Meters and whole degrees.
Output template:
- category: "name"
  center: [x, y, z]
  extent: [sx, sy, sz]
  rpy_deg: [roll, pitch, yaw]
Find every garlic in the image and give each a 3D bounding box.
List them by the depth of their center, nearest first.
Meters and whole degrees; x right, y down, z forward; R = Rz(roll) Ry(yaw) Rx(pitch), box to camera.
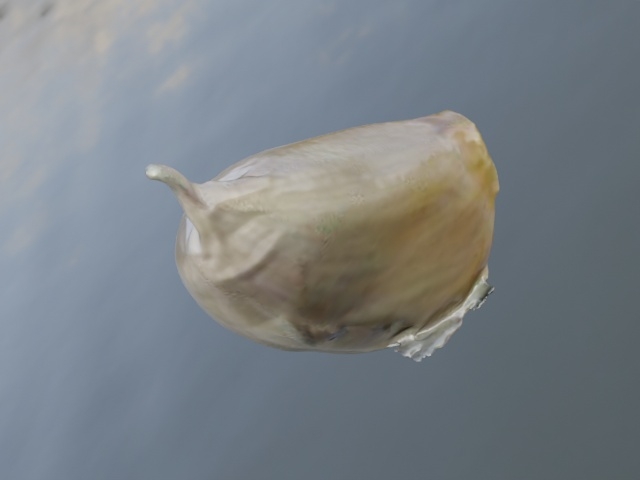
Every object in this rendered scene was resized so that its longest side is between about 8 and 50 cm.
- category: "garlic"
  center: [-0.005, -0.001, 0.574]
  extent: [0.152, 0.084, 0.066]
  rpy_deg: [-10, 25, -34]
